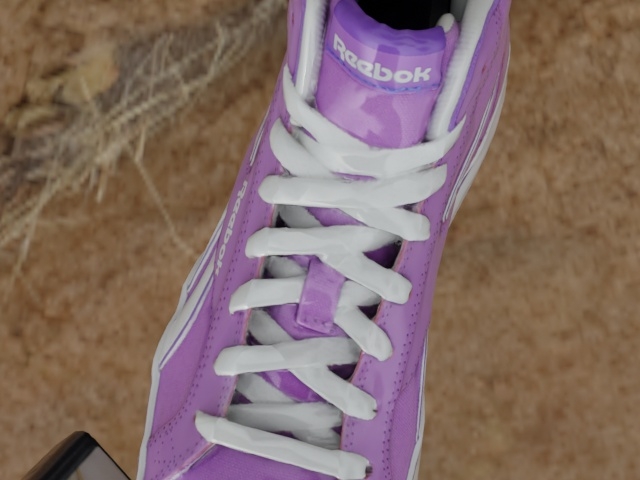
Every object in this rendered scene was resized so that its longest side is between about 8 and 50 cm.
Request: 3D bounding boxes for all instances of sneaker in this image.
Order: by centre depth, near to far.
[{"bbox_3d":[-0.001,-0.001,0.588,0.102,0.282,0.161,13,161,4],"label":"sneaker"}]

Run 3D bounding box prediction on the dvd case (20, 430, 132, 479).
[{"bbox_3d":[-0.044,0.157,0.433,0.022,0.253,0.180,-40,93,17],"label":"dvd case"}]
